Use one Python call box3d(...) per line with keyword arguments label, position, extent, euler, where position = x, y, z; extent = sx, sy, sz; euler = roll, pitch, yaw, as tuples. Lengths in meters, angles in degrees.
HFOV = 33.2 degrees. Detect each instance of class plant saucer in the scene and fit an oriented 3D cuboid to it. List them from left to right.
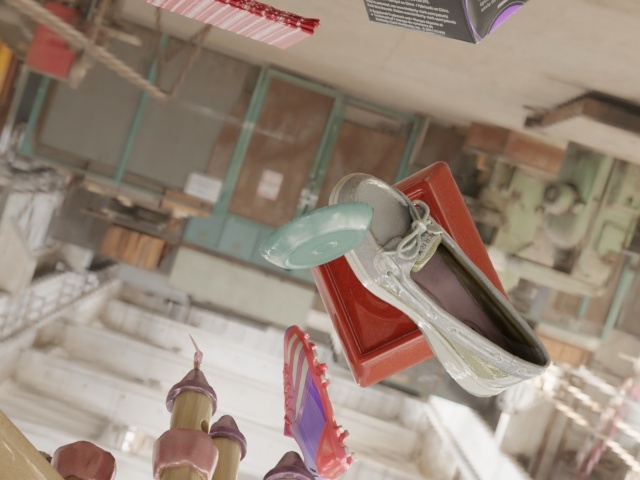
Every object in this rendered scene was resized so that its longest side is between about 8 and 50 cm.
box3d(label="plant saucer", position=(0.000, 0.000, 1.046), extent=(0.119, 0.021, 0.119), euler=(-19, 162, -6))
box3d(label="plant saucer", position=(0.112, 0.048, 1.560), extent=(0.259, 0.258, 0.047), euler=(-27, 164, 17))

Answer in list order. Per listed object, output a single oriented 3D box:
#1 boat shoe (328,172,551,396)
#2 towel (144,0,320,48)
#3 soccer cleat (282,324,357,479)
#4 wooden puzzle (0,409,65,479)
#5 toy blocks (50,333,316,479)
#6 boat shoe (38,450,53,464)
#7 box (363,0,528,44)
box3d(label="boat shoe", position=(0.138, 0.044, 1.247), extent=(0.320, 0.118, 0.103), euler=(52, 140, -6))
box3d(label="towel", position=(-0.152, -0.379, 1.774), extent=(0.274, 0.031, 0.199), euler=(16, 177, -17))
box3d(label="soccer cleat", position=(-0.025, 0.239, 1.586), extent=(0.095, 0.248, 0.083), euler=(-23, 151, 4))
box3d(label="wooden puzzle", position=(-0.359, 0.278, 0.864), extent=(0.348, 0.322, 0.080), euler=(50, 157, -8))
box3d(label="toy blocks", position=(-0.088, 0.282, 1.119), extent=(0.308, 0.289, 0.260), euler=(-12, -148, 10))
box3d(label="boat shoe", position=(-0.420, 0.498, 1.785), extent=(0.130, 0.355, 0.132), euler=(8, -138, 9))
box3d(label="box", position=(0.109, -0.341, 0.972), extent=(0.143, 0.165, 0.270), euler=(23, 145, 42))
